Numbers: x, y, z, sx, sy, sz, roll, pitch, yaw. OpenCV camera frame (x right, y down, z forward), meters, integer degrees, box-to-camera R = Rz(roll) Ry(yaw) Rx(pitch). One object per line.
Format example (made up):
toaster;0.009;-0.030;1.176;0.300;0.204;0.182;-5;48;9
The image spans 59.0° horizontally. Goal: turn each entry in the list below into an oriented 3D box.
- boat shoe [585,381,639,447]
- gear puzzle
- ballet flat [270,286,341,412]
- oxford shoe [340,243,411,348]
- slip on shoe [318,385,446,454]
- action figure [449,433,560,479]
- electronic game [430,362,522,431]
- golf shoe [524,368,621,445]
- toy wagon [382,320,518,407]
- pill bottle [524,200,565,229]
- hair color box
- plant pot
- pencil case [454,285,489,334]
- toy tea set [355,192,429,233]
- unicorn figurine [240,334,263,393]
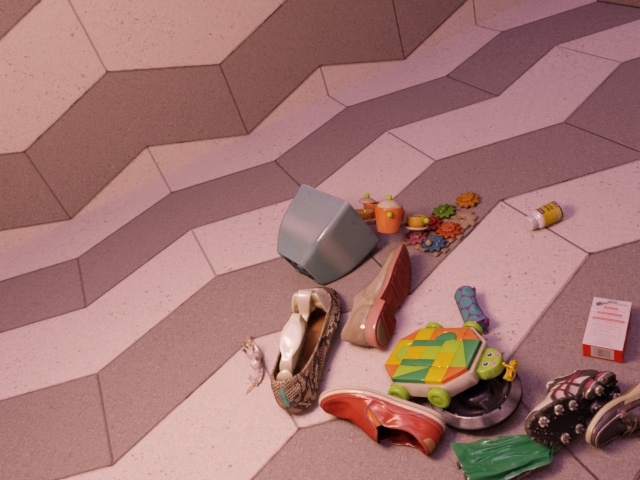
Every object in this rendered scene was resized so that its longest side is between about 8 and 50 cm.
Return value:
boat shoe;0.682;0.386;1.245;0.224;0.080;0.073;-28;32;-18
gear puzzle;0.446;-0.076;1.975;0.339;0.044;0.175;-39;40;-24
ballet flat;-0.043;0.260;1.657;0.164;0.182;0.482;-6;38;20
oxford shoe;0.174;0.153;1.736;0.147;0.140;0.397;-4;37;32
slip on shoe;0.138;0.443;1.402;0.331;0.123;0.101;9;49;27
action figure;0.423;0.483;1.256;0.232;0.063;0.137;-13;35;-3
electronic game;0.386;0.379;1.418;0.229;0.048;0.229;-18;30;11
golf shoe;0.558;0.378;1.298;0.273;0.105;0.120;-19;11;-23
toy wagon;0.330;0.307;1.450;0.344;0.068;0.267;-10;28;42
pill bottle;0.723;-0.078;1.833;0.116;0.065;0.065;-25;37;-7
hair color box;0.735;0.226;1.449;0.093;0.053;0.167;7;45;33
plant pot;0.000;0.000;1.935;0.248;0.247;0.252;27;77;45
pencil case;0.432;0.197;1.616;0.070;0.064;0.151;-29;35;14
toy tea set;0.221;-0.115;1.982;0.200;0.124;0.336;-8;16;-31
unicorn figurine;-0.200;0.356;1.689;0.060;0.111;0.162;-19;21;18
